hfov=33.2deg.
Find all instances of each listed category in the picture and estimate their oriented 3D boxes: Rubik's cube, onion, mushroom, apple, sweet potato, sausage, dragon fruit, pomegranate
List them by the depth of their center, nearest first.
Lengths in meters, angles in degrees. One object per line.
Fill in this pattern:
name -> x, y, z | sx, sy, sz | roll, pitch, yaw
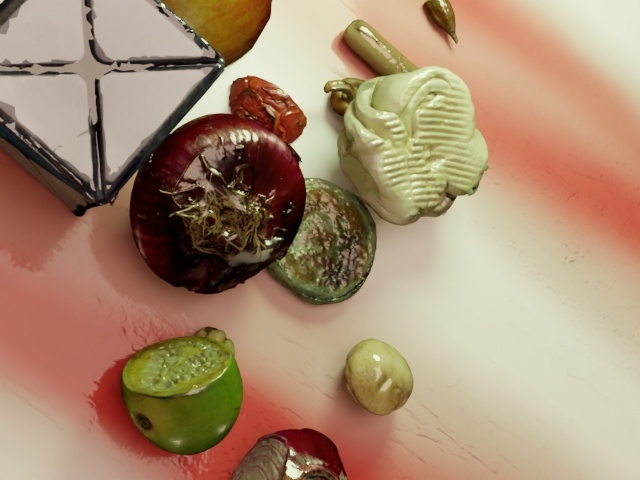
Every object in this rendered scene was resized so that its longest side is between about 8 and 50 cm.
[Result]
Rubik's cube -> -0.375, -0.246, 1.663 | 0.305, 0.307, 0.310 | 41, 78, -13
pomegranate -> -0.219, 0.246, 1.735 | 0.190, 0.241, 0.159 | -13, 119, -6
onion -> -0.039, 0.431, 1.742 | 0.207, 0.216, 0.206 | 41, 47, -23
onion -> -0.171, -0.065, 1.781 | 0.314, 0.232, 0.313 | -11, 115, -26
mushroom -> 0.100, 0.242, 1.898 | 0.112, 0.148, 0.148 | -36, 96, 12
apple -> -0.188, -0.470, 1.926 | 0.179, 0.254, 0.346 | 15, 66, 22
dragon fruit -> -0.098, -0.224, 1.937 | 0.162, 0.083, 0.106 | 36, 68, -16
mushroom -> 0.047, -0.272, 2.016 | 0.130, 0.073, 0.088 | 9, 62, -39
sausage -> 0.168, -0.321, 2.094 | 0.301, 0.066, 0.065 | 36, 65, -12
sweet potato -> 0.251, -0.450, 2.171 | 0.049, 0.049, 0.117 | -27, 90, -28

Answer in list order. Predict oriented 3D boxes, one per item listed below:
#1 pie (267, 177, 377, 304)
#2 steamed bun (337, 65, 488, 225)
pie -> 0.000, 0.000, 1.943 | 0.241, 0.054, 0.240 | 5, 78, -24
steamed bun -> 0.148, -0.178, 1.967 | 0.268, 0.207, 0.280 | -40, 115, -23
